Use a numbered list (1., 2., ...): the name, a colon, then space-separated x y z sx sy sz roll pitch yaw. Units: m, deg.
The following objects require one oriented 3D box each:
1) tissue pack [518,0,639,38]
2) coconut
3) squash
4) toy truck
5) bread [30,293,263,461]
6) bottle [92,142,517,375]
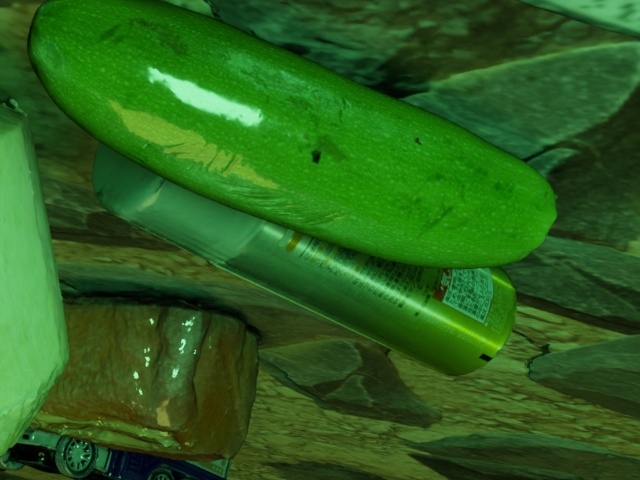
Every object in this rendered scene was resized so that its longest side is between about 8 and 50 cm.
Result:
1. tissue pack: 0.094 -0.156 0.224 0.259 0.122 0.361 17 160 -19
2. coconut: -0.266 0.006 0.781 0.239 0.244 0.239 -7 -165 2
3. squash: -0.004 -0.045 0.674 0.292 0.082 0.082 21 161 -23
4. toy truck: -0.213 0.197 1.438 0.124 0.155 0.268 -2 154 37
5. bread: -0.174 0.122 1.231 0.244 0.123 0.190 3 161 31
6. bottle: 0.000 0.000 0.806 0.082 0.082 0.286 -6 154 45
